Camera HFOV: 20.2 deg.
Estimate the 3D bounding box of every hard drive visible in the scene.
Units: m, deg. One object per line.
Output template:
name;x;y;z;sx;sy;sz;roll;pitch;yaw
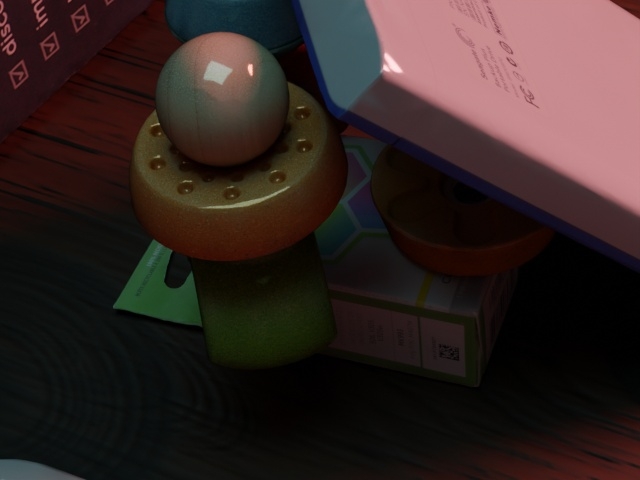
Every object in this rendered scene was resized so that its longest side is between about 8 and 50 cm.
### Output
hard drive;0.114;-0.076;0.883;0.040;0.318;0.210;-45;39;27

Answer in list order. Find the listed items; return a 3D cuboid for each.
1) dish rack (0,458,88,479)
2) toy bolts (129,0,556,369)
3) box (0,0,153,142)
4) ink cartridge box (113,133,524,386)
dish rack;-0.090;0.233;0.711;0.333;0.072;0.285;15;38;23
toy bolts;0.002;-0.085;0.885;0.218;0.158;0.228;-14;45;-7
box;-0.342;-0.244;0.951;0.297;0.480;0.472;19;51;26
ink cartridge box;0.000;0.000;0.959;0.209;0.062;0.109;11;49;17
